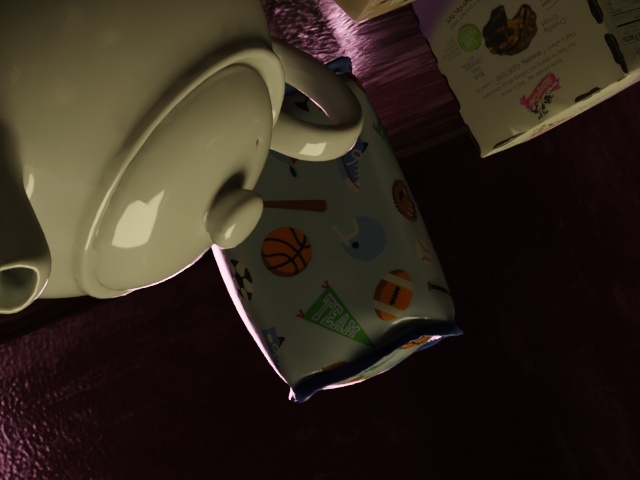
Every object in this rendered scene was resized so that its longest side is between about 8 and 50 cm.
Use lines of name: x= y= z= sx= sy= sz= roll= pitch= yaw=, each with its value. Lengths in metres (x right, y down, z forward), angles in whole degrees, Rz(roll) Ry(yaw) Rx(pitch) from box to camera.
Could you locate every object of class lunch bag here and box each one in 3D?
lunch bag: x=0.000 y=0.000 z=1.874 sx=0.239 sy=0.327 sz=0.385 roll=-20 pitch=175 yaw=-6

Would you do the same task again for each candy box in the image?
candy box: x=0.155 y=-0.186 z=1.272 sx=0.070 sy=0.196 sz=0.165 roll=-21 pitch=175 yaw=-42

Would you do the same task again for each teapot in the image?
teapot: x=-0.104 y=-0.062 z=0.856 sx=0.256 sy=0.187 sz=0.252 roll=-51 pitch=165 yaw=-14

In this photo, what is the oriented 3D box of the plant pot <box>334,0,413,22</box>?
plant pot: x=0.042 y=-0.204 z=1.074 sx=0.109 sy=0.096 sz=0.109 roll=-25 pitch=176 yaw=-14
